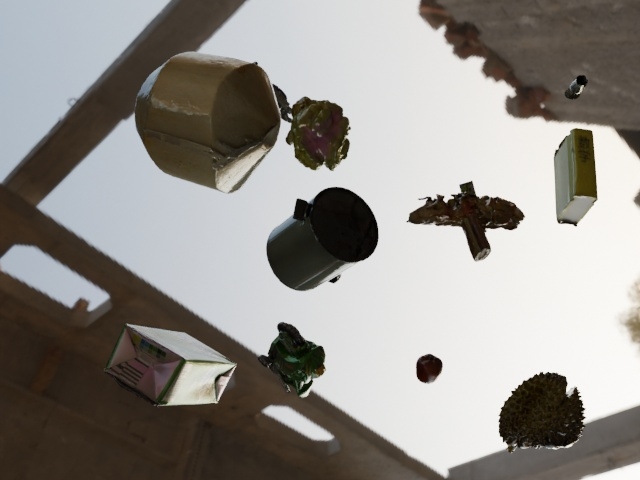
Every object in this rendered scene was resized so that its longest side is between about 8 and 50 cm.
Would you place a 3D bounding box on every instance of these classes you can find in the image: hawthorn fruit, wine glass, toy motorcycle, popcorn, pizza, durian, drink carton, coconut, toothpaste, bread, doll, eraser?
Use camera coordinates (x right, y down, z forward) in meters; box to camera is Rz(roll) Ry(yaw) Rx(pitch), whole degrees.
[{"bbox_3d":[0.318,0.385,2.166,0.081,0.093,0.081,7,-153,-4],"label":"hawthorn fruit"},{"bbox_3d":[0.660,-0.396,1.890,0.083,0.042,0.038,69,-156,-79],"label":"wine glass"},{"bbox_3d":[-0.040,0.198,1.216,0.106,0.190,0.074,39,-119,12],"label":"toy motorcycle"},{"bbox_3d":[-0.003,-0.207,1.439,0.126,0.126,0.145,42,170,43],"label":"popcorn"},{"bbox_3d":[0.289,-0.066,1.460,0.147,0.226,0.069,-61,-26,-69],"label":"pizza"},{"bbox_3d":[0.535,0.443,1.764,0.194,0.237,0.138,12,-155,-30],"label":"durian"},{"bbox_3d":[-0.307,0.257,1.504,0.161,0.108,0.271,27,177,20],"label":"drink carton"},{"bbox_3d":[-0.229,-0.255,1.598,0.323,0.323,0.323,32,-138,-33],"label":"coconut"},{"bbox_3d":[0.457,-0.098,2.194,0.034,0.046,0.164,-2,-104,-79],"label":"toothpaste"},{"bbox_3d":[0.290,-0.005,1.376,0.036,0.047,0.083,-3,-121,-19],"label":"bread"},{"bbox_3d":[-0.133,-0.370,1.873,0.195,0.096,0.070,49,-121,-33],"label":"doll"},{"bbox_3d":[0.686,-0.173,1.980,0.069,0.158,0.226,5,-117,1],"label":"eraser"}]

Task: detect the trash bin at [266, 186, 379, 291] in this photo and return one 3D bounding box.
[{"bbox_3d":[0.000,0.000,2.036,0.277,0.262,0.217,26,-123,-22],"label":"trash bin"}]
